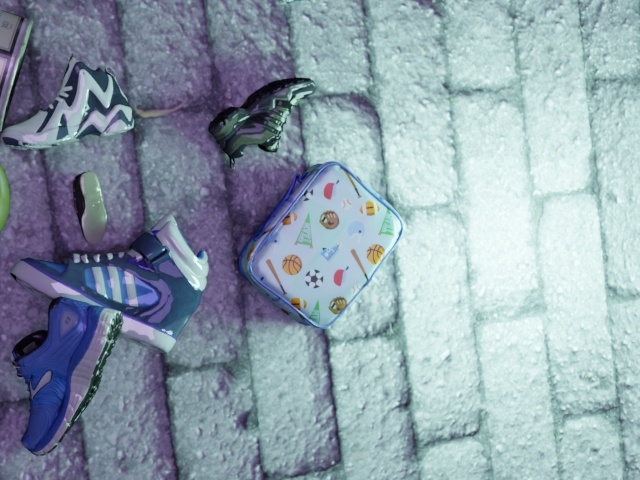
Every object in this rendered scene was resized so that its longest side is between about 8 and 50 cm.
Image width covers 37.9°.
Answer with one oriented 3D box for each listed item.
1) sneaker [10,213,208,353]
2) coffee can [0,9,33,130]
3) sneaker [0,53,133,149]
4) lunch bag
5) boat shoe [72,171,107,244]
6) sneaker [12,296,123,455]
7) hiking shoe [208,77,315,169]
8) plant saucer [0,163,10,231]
[{"bbox_3d":[-0.362,0.040,1.690,0.323,0.130,0.236,27,73,-12],"label":"sneaker"},{"bbox_3d":[-0.641,-0.315,1.542,0.275,0.201,0.201,17,85,-18],"label":"coffee can"},{"bbox_3d":[-0.460,-0.251,1.660,0.235,0.094,0.153,-14,94,-18],"label":"sneaker"},{"bbox_3d":[0.000,0.000,1.807,0.243,0.115,0.303,40,80,-12],"label":"lunch bag"},{"bbox_3d":[-0.423,-0.059,1.703,0.049,0.042,0.133,-9,94,-38],"label":"boat shoe"},{"bbox_3d":[-0.460,0.228,1.617,0.147,0.130,0.330,27,113,-1],"label":"sneaker"},{"bbox_3d":[-0.100,-0.230,1.795,0.227,0.086,0.114,-30,113,-10],"label":"hiking shoe"},{"bbox_3d":[-0.640,-0.086,1.584,0.241,0.037,0.241,10,73,-36],"label":"plant saucer"}]
